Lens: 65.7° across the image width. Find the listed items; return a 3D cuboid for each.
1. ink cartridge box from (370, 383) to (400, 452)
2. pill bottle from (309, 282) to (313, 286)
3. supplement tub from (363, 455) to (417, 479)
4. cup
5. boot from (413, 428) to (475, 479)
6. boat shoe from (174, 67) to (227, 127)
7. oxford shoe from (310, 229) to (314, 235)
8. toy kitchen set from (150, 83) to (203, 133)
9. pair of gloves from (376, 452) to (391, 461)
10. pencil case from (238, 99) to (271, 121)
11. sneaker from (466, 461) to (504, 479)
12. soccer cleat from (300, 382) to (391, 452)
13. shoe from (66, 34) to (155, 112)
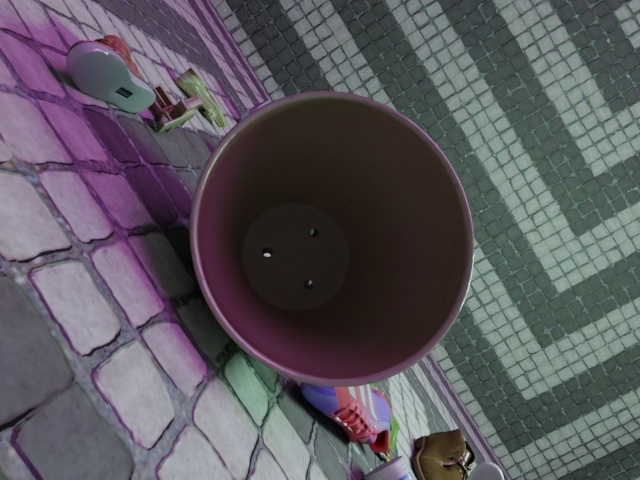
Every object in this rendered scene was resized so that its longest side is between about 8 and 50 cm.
[{"bbox_3d":[0.127,0.275,1.034,0.255,0.097,0.189,59,8,11],"label":"ink cartridge box"},{"bbox_3d":[0.016,0.135,0.823,0.103,0.103,0.184,56,3,-12],"label":"pill bottle"},{"bbox_3d":[0.115,0.374,0.706,0.107,0.071,0.071,61,9,18],"label":"supplement tub"},{"bbox_3d":[-0.007,0.007,0.655,0.331,0.331,0.237,58,-19,-2],"label":"cup"},{"bbox_3d":[0.272,0.486,1.063,0.112,0.115,0.305,63,11,2],"label":"boot"},{"bbox_3d":[-0.261,-0.305,1.095,0.056,0.048,0.153,49,-6,40],"label":"boat shoe"},{"bbox_3d":[-0.113,-0.093,1.082,0.098,0.097,0.271,27,-22,54],"label":"oxford shoe"},{"bbox_3d":[-0.244,-0.214,0.770,0.068,0.083,0.075,-41,101,-39],"label":"toy kitchen set"},{"bbox_3d":[0.100,0.354,0.889,0.074,0.010,0.083,51,13,-34],"label":"pair of gloves"},{"bbox_3d":[-0.133,-0.290,1.513,0.113,0.124,0.273,-8,-58,50],"label":"pencil case"},{"bbox_3d":[0.299,0.527,0.956,0.121,0.079,0.217,44,58,-75],"label":"sneaker"},{"bbox_3d":[0.050,0.256,0.741,0.248,0.083,0.095,47,26,-53],"label":"soccer cleat"},{"bbox_3d":[-0.279,-0.228,0.634,0.081,0.063,0.178,57,3,4],"label":"shoe"}]
